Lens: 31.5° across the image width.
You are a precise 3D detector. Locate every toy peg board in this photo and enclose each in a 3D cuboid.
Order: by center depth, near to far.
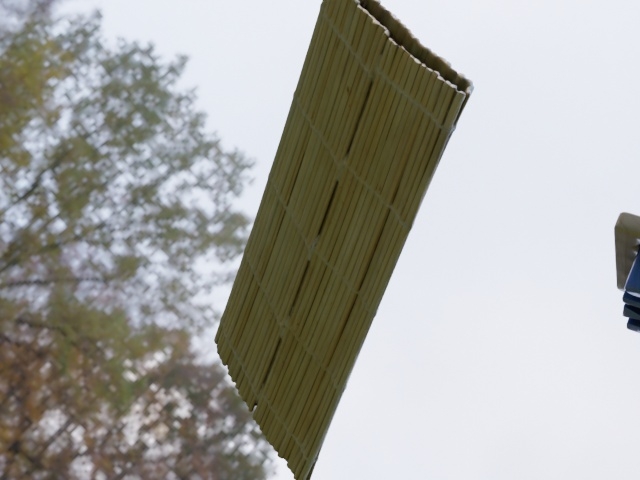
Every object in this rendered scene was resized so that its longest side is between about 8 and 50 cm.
[{"bbox_3d":[0.301,0.062,0.890,0.160,0.079,0.161,19,-15,21],"label":"toy peg board"}]

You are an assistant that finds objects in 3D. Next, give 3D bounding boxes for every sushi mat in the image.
[{"bbox_3d":[0.000,0.000,0.727,0.151,0.019,0.317,53,-44,39],"label":"sushi mat"}]
